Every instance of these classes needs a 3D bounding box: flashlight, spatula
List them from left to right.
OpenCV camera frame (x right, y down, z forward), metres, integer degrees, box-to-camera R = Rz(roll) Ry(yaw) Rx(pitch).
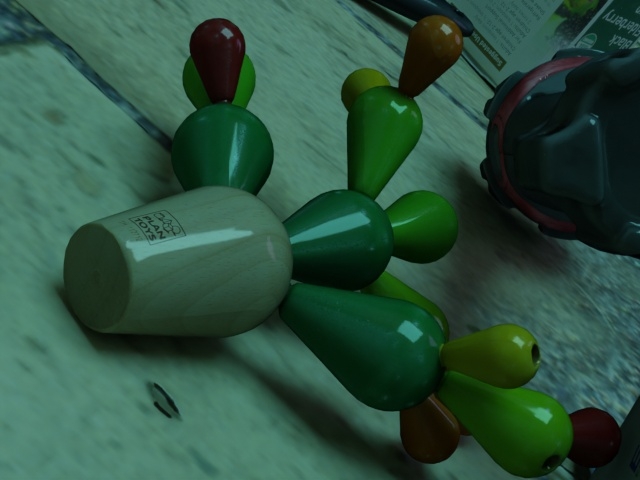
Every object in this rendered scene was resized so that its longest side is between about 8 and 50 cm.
[{"bbox_3d":[-0.021,-0.200,0.866,0.296,0.030,0.084,28,24,-25],"label":"spatula"},{"bbox_3d":[0.135,-0.042,0.614,0.103,0.103,0.304,38,3,-3],"label":"flashlight"}]

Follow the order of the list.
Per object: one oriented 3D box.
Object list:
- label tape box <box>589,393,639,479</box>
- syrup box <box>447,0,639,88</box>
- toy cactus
[{"bbox_3d":[0.227,0.098,0.410,0.249,0.115,0.347,22,8,2],"label":"label tape box"},{"bbox_3d":[0.198,-0.205,0.939,0.093,0.237,0.096,8,37,-50],"label":"syrup box"},{"bbox_3d":[0.000,0.000,0.470,0.180,0.112,0.219,-8,60,-48],"label":"toy cactus"}]
